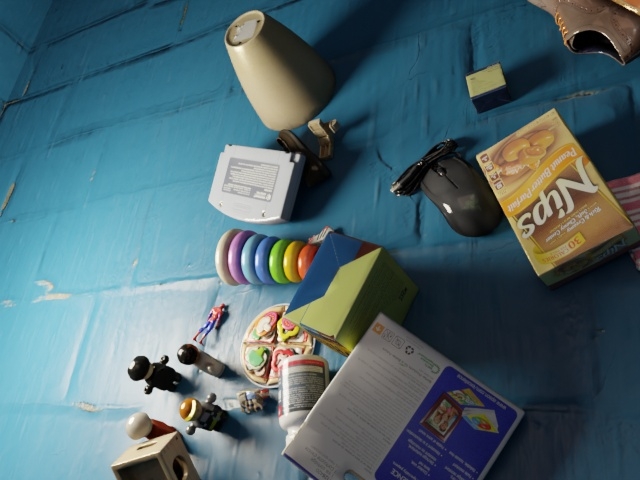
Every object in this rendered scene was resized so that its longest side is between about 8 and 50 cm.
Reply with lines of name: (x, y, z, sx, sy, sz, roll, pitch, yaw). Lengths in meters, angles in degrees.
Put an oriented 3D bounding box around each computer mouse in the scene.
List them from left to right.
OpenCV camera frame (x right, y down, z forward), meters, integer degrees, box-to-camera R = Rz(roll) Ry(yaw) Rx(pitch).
computer mouse: (0.281, -0.114, 1.308, 0.188, 0.072, 0.272, -41, 50, 3)

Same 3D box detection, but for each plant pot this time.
plant pot: (-0.131, -0.486, 1.652, 0.256, 0.274, 0.256, -15, 56, 23)

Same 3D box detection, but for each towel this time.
towel: (0.615, -0.049, 1.091, 0.144, 0.029, 0.197, -21, 54, 21)

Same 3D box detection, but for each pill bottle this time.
pill bottle: (-0.031, 0.332, 1.210, 0.108, 0.108, 0.180, -18, 54, 22)

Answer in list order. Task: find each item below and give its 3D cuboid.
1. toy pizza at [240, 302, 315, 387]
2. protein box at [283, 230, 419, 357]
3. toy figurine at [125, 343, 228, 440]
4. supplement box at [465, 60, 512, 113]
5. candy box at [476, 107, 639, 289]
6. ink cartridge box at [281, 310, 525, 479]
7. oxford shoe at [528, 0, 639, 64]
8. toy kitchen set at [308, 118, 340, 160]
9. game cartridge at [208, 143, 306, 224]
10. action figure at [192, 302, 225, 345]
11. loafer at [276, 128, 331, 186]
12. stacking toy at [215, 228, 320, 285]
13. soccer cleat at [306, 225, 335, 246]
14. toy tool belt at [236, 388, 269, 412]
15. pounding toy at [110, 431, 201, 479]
toy pizza: (-0.103, 0.234, 1.363, 0.201, 0.032, 0.201, -15, 56, 24)
protein box: (0.068, 0.124, 1.211, 0.136, 0.201, 0.200, 18, 73, 38)
toy figurine: (-0.328, 0.346, 1.358, 0.209, 0.148, 0.213, -21, 54, 20)
supplement box: (0.390, -0.354, 1.394, 0.083, 0.056, 0.083, -18, 55, 22)
candy box: (0.451, -0.085, 1.164, 0.183, 0.087, 0.316, -33, 49, 22)
ink cartridge box: (0.143, 0.337, 1.057, 0.304, 0.072, 0.307, 34, 84, 14)
oxford shoe: (0.568, -0.504, 1.332, 0.133, 0.130, 0.363, -49, 49, 6)
toy kitchen set: (0.016, -0.265, 1.553, 0.068, 0.083, 0.075, -12, 57, 26)
game cartridge: (-0.173, -0.145, 1.579, 0.297, 0.062, 0.198, 15, 94, 41)
action figure: (-0.271, 0.204, 1.487, 0.038, 0.030, 0.115, 21, 70, 33)
loafer: (-0.062, -0.216, 1.574, 0.078, 0.080, 0.220, -44, 50, 1)
stacking toy: (-0.078, 0.046, 1.401, 0.330, 0.141, 0.141, 2, 64, 29)
soccer cleat: (0.000, 0.000, 1.442, 0.083, 0.029, 0.035, -39, 45, 0)
toy tool belt: (-0.144, 0.352, 1.314, 0.083, 0.052, 0.051, -10, 89, 30)
pounding toy: (-0.302, 0.516, 1.260, 0.181, 0.094, 0.206, -22, 96, 17)
